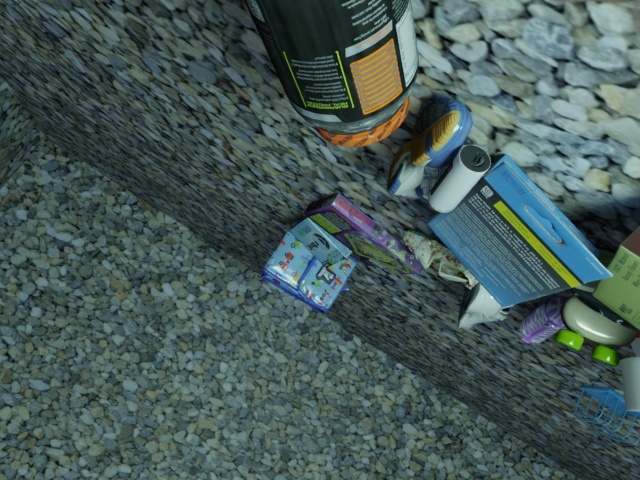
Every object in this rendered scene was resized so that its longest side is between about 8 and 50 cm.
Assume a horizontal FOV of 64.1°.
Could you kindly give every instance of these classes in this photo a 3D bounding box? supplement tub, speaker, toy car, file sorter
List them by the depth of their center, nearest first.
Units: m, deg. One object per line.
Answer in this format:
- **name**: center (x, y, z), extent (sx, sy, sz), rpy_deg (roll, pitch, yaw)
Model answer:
- **supplement tub**: center (0.022, -0.295, 0.694), extent (0.207, 0.207, 0.338), rpy_deg (23, 160, 26)
- **speaker**: center (0.233, -0.102, 0.865), extent (0.055, 0.055, 0.136), rpy_deg (31, 153, 3)
- **toy car**: center (0.594, 0.179, 1.133), extent (0.148, 0.155, 0.188), rpy_deg (24, 174, 14)
- **file sorter**: center (0.929, 0.559, 1.641), extent (0.170, 0.105, 0.118), rpy_deg (35, 161, -7)

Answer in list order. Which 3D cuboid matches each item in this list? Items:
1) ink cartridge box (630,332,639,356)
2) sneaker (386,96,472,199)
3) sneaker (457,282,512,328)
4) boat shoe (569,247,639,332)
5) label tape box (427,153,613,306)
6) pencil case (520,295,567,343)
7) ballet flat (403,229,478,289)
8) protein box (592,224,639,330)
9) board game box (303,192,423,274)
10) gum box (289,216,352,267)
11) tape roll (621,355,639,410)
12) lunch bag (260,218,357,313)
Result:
- **ink cartridge box**: center (0.769, 0.233, 1.126), extent (0.224, 0.056, 0.181), rpy_deg (34, 161, -10)
- **sneaker**: center (0.225, -0.158, 0.939), extent (0.130, 0.112, 0.296), rpy_deg (15, 164, -6)
- **sneaker**: center (0.465, 0.198, 1.451), extent (0.129, 0.111, 0.297), rpy_deg (12, 163, 11)
- **boat shoe**: center (0.611, 0.118, 0.955), extent (0.340, 0.127, 0.113), rpy_deg (21, 160, 36)
- **label tape box**: center (0.362, -0.021, 0.930), extent (0.241, 0.106, 0.334), rpy_deg (48, 163, 5)
- **pencil case**: center (0.581, 0.209, 1.311), extent (0.086, 0.088, 0.206), rpy_deg (29, 163, 15)
- **ballet flat**: center (0.315, 0.050, 1.344), extent (0.240, 0.077, 0.091), rpy_deg (26, 162, 19)
- **protein box**: center (0.569, 0.068, 0.785), extent (0.201, 0.136, 0.200), rpy_deg (44, 170, 30)
- **board game box**: center (0.129, -0.008, 1.548), extent (0.346, 0.056, 0.208), rpy_deg (38, 165, -18)
- **gum box**: center (0.000, 0.000, 1.698), extent (0.184, 0.041, 0.157), rpy_deg (47, 152, -6)
- **tape roll**: center (0.718, 0.272, 0.938), extent (0.286, 0.100, 0.286), rpy_deg (5, 163, 1)
- **lunch bag**: center (-0.029, 0.105, 1.815), extent (0.293, 0.221, 0.138), rpy_deg (32, 162, 0)
